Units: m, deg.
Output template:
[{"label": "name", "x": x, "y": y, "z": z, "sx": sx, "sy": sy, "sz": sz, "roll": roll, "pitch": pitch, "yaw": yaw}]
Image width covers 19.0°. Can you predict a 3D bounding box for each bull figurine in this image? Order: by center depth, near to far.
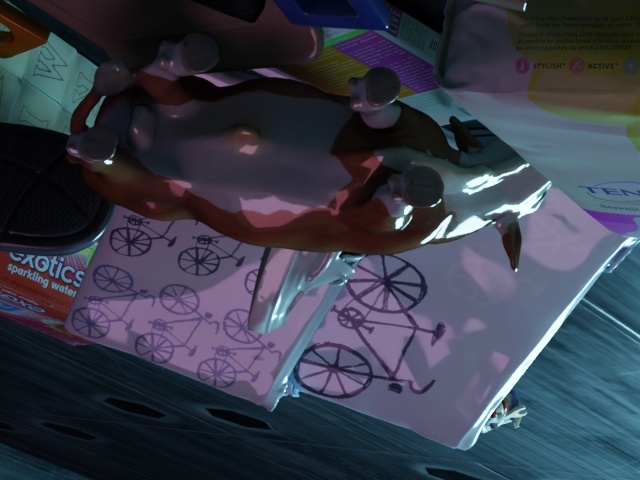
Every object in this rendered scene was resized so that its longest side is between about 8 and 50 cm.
[{"label": "bull figurine", "x": -0.001, "y": -0.048, "z": 1.116, "sx": 0.310, "sy": 0.101, "sz": 0.188, "roll": 4, "pitch": 169, "yaw": 4}]

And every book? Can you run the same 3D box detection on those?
[{"label": "book", "x": 0.039, "y": -0.108, "z": 1.164, "sx": 0.144, "sy": 0.035, "sz": 0.096, "roll": 27, "pitch": 158, "yaw": -37}]

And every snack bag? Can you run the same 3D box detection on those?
[{"label": "snack bag", "x": 0.016, "y": 0.025, "z": 1.361, "sx": 0.342, "sy": 0.037, "sz": 0.323, "roll": 21, "pitch": 136, "yaw": -10}]

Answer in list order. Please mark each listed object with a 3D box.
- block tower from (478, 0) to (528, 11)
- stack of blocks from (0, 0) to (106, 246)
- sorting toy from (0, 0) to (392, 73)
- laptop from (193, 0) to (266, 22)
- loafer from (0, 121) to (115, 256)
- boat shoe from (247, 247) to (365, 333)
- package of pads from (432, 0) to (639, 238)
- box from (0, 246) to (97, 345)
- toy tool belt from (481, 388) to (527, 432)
[{"label": "block tower", "x": 0.051, "y": -0.196, "z": 0.733, "sx": 0.097, "sy": 0.091, "sz": 0.335, "roll": 14, "pitch": 165, "yaw": 8}, {"label": "stack of blocks", "x": -0.237, "y": -0.089, "z": 1.382, "sx": 0.171, "sy": 0.087, "sz": 0.297, "roll": 3, "pitch": 160, "yaw": 34}, {"label": "sorting toy", "x": -0.116, "y": -0.164, "z": 1.095, "sx": 0.347, "sy": 0.047, "sz": 0.196, "roll": 0, "pitch": 153, "yaw": 42}, {"label": "laptop", "x": -0.127, "y": -0.172, "z": 0.854, "sx": 0.234, "sy": 0.137, "sz": 0.264, "roll": 21, "pitch": 147, "yaw": -3}, {"label": "loafer", "x": -0.284, "y": -0.045, "z": 1.236, "sx": 0.302, "sy": 0.109, "sz": 0.095, "roll": 14, "pitch": 167, "yaw": -7}, {"label": "boat shoe", "x": 0.000, "y": 0.000, "z": 1.273, "sx": 0.063, "sy": 0.066, "sz": 0.184, "roll": 19, "pitch": 126, "yaw": -6}, {"label": "package of pads", "x": 0.232, "y": -0.073, "z": 0.971, "sx": 0.296, "sy": 0.101, "sz": 0.229, "roll": 3, "pitch": 161, "yaw": 36}, {"label": "box", "x": -0.264, "y": -0.012, "z": 1.603, "sx": 0.257, "sy": 0.128, "sz": 0.122, "roll": 25, "pitch": 162, "yaw": -32}, {"label": "toy tool belt", "x": 0.189, "y": 0.170, "z": 1.976, "sx": 0.051, "sy": 0.052, "sz": 0.083, "roll": -14, "pitch": 173, "yaw": -13}]
